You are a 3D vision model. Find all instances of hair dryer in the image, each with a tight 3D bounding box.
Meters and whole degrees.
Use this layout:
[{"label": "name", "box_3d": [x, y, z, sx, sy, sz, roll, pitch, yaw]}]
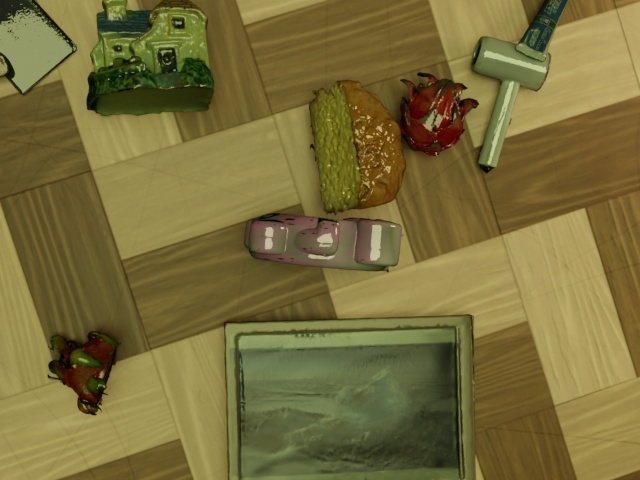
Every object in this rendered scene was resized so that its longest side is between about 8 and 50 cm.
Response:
[{"label": "hair dryer", "box_3d": [0.318, -0.239, 1.713, 0.131, 0.073, 0.236, 14, 99, -4]}]

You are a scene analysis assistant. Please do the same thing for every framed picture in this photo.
[{"label": "framed picture", "box_3d": [0.056, 0.298, 1.668, 0.446, 0.028, 0.326, -2, 88, -7]}]

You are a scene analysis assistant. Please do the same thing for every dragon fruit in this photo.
[{"label": "dragon fruit", "box_3d": [0.200, -0.220, 1.670, 0.121, 0.130, 0.142, 17, 103, 37]}, {"label": "dragon fruit", "box_3d": [-0.397, 0.219, 1.605, 0.175, 0.142, 0.138, 15, 68, 21]}]

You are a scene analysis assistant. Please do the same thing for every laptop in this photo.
[{"label": "laptop", "box_3d": [-0.529, -0.359, 1.642, 0.129, 0.016, 0.180, -42, 94, -4]}]

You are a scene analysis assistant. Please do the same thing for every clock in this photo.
[{"label": "clock", "box_3d": [0.000, 0.000, 1.593, 0.248, 0.227, 0.090, 5, 91, -8]}]

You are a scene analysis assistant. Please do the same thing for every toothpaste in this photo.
[{"label": "toothpaste", "box_3d": [0.410, -0.401, 1.699, 0.057, 0.035, 0.197, 27, 66, 8]}]

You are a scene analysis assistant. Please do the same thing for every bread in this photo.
[{"label": "bread", "box_3d": [0.066, -0.156, 1.634, 0.140, 0.143, 0.228, 0, 79, -41]}]

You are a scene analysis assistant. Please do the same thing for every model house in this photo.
[{"label": "model house", "box_3d": [-0.291, -0.319, 1.587, 0.214, 0.195, 0.189, -4, 83, -8]}]

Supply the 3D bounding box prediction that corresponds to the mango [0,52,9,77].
[{"label": "mango", "box_3d": [-0.624, -0.302, 1.608, 0.188, 0.066, 0.101, -1, 89, -6]}]
